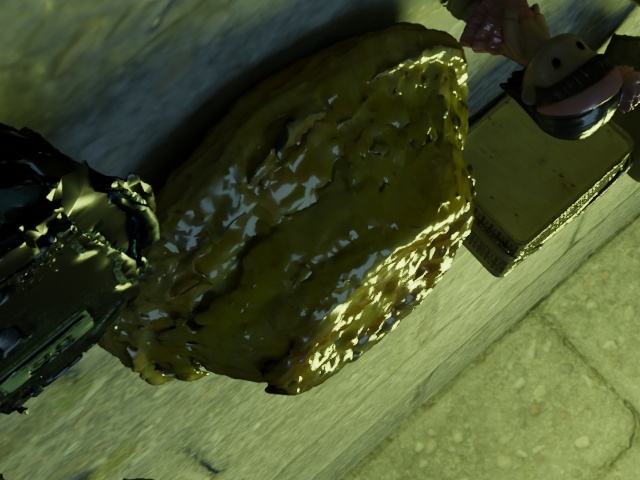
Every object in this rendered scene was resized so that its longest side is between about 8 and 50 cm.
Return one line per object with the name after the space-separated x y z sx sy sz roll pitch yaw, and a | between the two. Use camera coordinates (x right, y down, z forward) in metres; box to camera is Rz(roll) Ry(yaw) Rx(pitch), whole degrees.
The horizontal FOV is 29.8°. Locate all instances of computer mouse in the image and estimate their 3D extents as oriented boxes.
-0.138 0.013 0.498 0.146 0.077 0.241 -39 168 -13 | computer mouse

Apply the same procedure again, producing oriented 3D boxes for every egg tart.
0.000 0.000 0.733 0.294 0.123 0.294 -41 166 -12 | egg tart

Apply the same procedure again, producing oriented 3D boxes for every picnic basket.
0.177 -0.059 1.038 0.164 0.115 0.079 -38 166 -18 | picnic basket

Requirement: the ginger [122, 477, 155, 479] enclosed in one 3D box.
-0.248 0.278 0.989 0.290 0.084 0.122 -29 138 -32 | ginger

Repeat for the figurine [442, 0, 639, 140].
0.135 -0.115 0.745 0.072 0.129 0.054 -31 158 -37 | figurine

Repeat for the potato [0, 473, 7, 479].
-0.238 0.223 0.796 0.188 0.105 0.085 -38 -171 37 | potato

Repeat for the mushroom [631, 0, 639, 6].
0.258 -0.216 0.776 0.151 0.156 0.286 -63 170 24 | mushroom

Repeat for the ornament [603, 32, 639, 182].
0.294 -0.133 1.127 0.230 0.061 0.245 -95 -162 -58 | ornament
